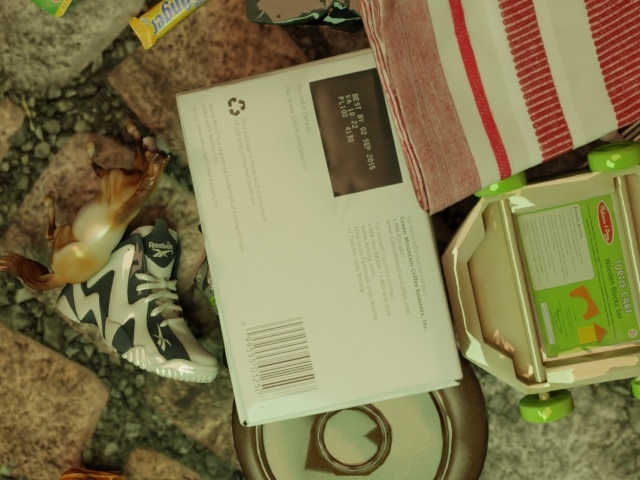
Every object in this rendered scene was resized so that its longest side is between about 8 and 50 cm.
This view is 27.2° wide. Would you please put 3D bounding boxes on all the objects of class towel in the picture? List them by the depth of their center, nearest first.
[{"bbox_3d":[0.212,-0.189,1.251,0.329,0.037,0.237,-24,116,-9],"label":"towel"}]

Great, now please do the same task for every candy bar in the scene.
[{"bbox_3d":[-0.151,-0.285,1.539,0.161,0.018,0.040,-34,91,14],"label":"candy bar"}]

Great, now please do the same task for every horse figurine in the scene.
[{"bbox_3d":[-0.264,-0.029,1.521,0.066,0.174,0.263,33,104,-37],"label":"horse figurine"}]

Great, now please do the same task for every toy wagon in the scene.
[{"bbox_3d":[0.304,0.035,1.348,0.344,0.068,0.267,-12,102,8],"label":"toy wagon"}]

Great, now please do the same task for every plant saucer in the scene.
[{"bbox_3d":[0.041,0.226,1.559,0.311,0.050,0.310,2,98,11],"label":"plant saucer"}]

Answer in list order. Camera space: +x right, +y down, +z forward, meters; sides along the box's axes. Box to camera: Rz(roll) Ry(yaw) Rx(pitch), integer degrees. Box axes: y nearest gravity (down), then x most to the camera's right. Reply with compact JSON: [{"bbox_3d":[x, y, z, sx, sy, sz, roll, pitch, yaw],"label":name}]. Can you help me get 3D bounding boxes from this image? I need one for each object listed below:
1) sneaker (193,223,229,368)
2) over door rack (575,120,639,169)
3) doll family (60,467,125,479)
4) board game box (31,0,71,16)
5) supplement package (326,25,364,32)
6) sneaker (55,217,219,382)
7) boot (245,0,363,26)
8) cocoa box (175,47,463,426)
[{"bbox_3d":[-0.108,0.060,1.559,0.078,0.067,0.188,-5,93,20],"label":"sneaker"},{"bbox_3d":[0.260,-0.160,1.380,0.239,0.108,0.324,-40,117,12],"label":"over door rack"},{"bbox_3d":[-0.281,0.368,1.618,0.163,0.118,0.263,33,120,-2],"label":"doll family"},{"bbox_3d":[-0.374,-0.384,1.557,0.259,0.039,0.124,37,103,6],"label":"board game box"},{"bbox_3d":[0.096,-0.372,1.399,0.293,0.177,0.175,-32,89,13],"label":"supplement package"},{"bbox_3d":[-0.191,0.057,1.535,0.235,0.094,0.153,29,98,36],"label":"sneaker"},{"bbox_3d":[0.099,-0.423,1.226,0.367,0.146,0.445,2,93,18],"label":"boot"},{"bbox_3d":[0.000,0.000,1.407,0.231,0.228,0.347,-12,87,0],"label":"cocoa box"}]
